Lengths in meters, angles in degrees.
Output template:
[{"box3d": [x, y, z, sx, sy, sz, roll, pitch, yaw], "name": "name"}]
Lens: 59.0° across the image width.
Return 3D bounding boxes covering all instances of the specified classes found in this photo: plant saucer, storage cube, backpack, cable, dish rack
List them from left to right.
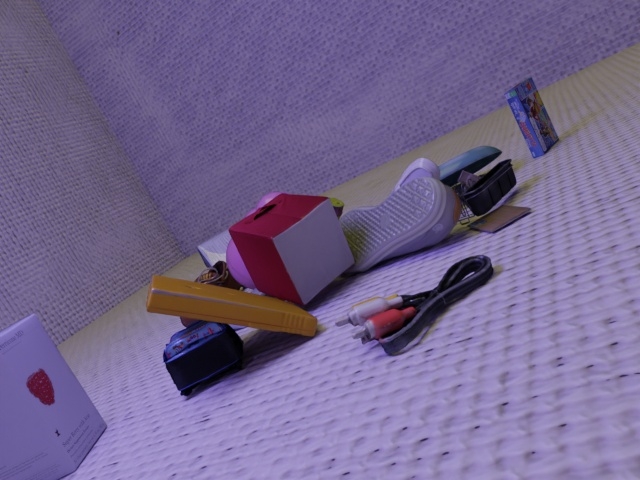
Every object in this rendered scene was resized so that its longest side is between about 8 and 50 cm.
[{"box3d": [-0.243, 0.228, 1.201, 0.158, 0.117, 0.173, -27, 7, -1], "name": "backpack"}, {"box3d": [-0.065, 0.016, 1.339, 0.183, 0.215, 0.193, -37, 26, -29], "name": "storage cube"}, {"box3d": [0.164, 0.090, 0.906, 0.287, 0.072, 0.139, -29, 15, -9], "name": "cable"}, {"box3d": [0.370, -0.189, 1.637, 0.317, 0.044, 0.317, -28, -7, -4], "name": "plant saucer"}, {"box3d": [0.332, -0.093, 1.388, 0.208, 0.074, 0.271, -34, 9, -40], "name": "dish rack"}]

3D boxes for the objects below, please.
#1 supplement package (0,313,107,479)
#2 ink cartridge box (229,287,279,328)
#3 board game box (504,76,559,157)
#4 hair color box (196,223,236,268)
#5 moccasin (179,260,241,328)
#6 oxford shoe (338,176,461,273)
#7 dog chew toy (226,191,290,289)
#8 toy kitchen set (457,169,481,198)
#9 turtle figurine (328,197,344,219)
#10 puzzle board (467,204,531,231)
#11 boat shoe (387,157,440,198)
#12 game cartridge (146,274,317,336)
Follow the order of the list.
[{"box3d": [-0.602, 0.330, 1.127, 0.175, 0.293, 0.177, -27, 10, 5], "name": "supplement package"}, {"box3d": [-0.202, 0.188, 1.527, 0.232, 0.066, 0.189, -39, 4, 25], "name": "ink cartridge box"}, {"box3d": [0.603, -0.350, 1.608, 0.035, 0.201, 0.136, -18, 13, 46], "name": "board game box"}, {"box3d": [-0.260, 0.012, 2.168, 0.374, 0.114, 0.185, -31, 44, -16], "name": "hair color box"}, {"box3d": [-0.345, 0.157, 1.752, 0.139, 0.147, 0.380, -24, 13, 19], "name": "moccasin"}, {"box3d": [0.162, -0.018, 1.356, 0.130, 0.169, 0.449, 10, -24, -33], "name": "oxford shoe"}, {"box3d": [-0.152, -0.007, 1.645, 0.206, 0.206, 0.332, -38, -18, -48], "name": "dog chew toy"}, {"box3d": [0.401, -0.145, 1.515, 0.075, 0.083, 0.068, -73, 4, -77], "name": "toy kitchen set"}, {"box3d": [0.000, 0.000, 1.570, 0.269, 0.217, 0.087, -18, 44, -23], "name": "turtle figurine"}, {"box3d": [0.379, -0.046, 1.206, 0.096, 0.011, 0.128, -30, 9, -4], "name": "puzzle board"}, {"box3d": [0.218, -0.091, 1.458, 0.096, 0.098, 0.277, -46, -13, -40], "name": "boat shoe"}, {"box3d": [-0.196, 0.136, 1.186, 0.323, 0.053, 0.285, 14, -2, -16], "name": "game cartridge"}]
